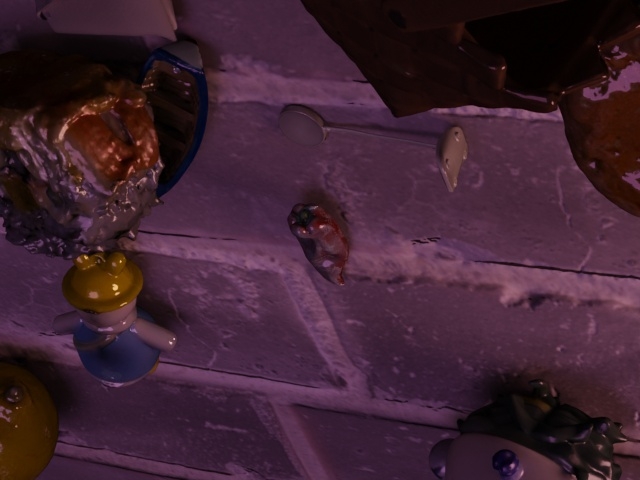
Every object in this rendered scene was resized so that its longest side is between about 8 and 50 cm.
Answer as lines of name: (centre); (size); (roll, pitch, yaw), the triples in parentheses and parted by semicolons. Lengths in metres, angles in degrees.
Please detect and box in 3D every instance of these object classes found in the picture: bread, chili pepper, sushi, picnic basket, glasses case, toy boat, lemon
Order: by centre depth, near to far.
picnic basket: (0.114, -0.237, 0.920); (0.291, 0.254, 0.321); (46, 155, -27)
bread: (0.289, -0.113, 1.080); (0.230, 0.123, 0.230); (17, 138, 16)
glasses case: (-0.192, -0.274, 1.229); (0.128, 0.083, 0.308); (19, 145, 13)
toy boat: (-0.149, -0.115, 1.438); (0.080, 0.046, 0.229); (25, 146, 3)
sushi: (-0.271, -0.091, 1.441); (0.274, 0.139, 0.184); (19, 136, 42)
chili pepper: (0.001, -0.001, 1.488); (0.050, 0.041, 0.153); (32, 167, 30)
lemon: (-0.447, 0.255, 1.996); (0.184, 0.184, 0.248); (38, 138, -15)

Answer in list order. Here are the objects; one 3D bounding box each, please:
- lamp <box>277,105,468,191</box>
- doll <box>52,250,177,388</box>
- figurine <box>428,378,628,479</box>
lamp: (0.041, -0.087, 1.345); (0.198, 0.056, 0.050); (10, 144, 29)
doll: (-0.246, 0.092, 1.723); (0.135, 0.099, 0.241); (37, 150, 28)
figurine: (0.237, 0.311, 1.609); (0.261, 0.186, 0.382); (9, 137, 16)
